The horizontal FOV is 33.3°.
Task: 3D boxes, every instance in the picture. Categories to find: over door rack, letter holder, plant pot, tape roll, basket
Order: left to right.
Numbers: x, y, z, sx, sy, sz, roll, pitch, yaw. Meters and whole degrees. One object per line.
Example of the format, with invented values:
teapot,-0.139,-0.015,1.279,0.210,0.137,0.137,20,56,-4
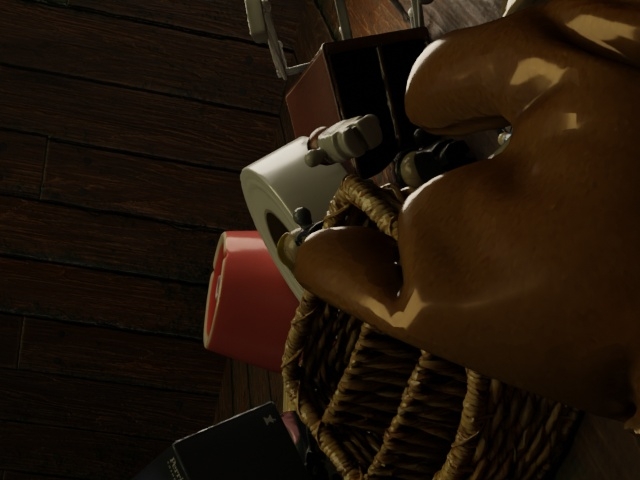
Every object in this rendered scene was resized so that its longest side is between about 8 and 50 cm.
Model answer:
plant pot,-0.056,0.098,1.749,0.275,0.243,0.275,-170,90,-79
tape roll,0.000,0.000,1.513,0.286,0.100,0.286,54,165,22
over door rack,0.031,-0.320,1.482,0.324,0.239,0.108,23,-126,-86
letter holder,0.067,-0.158,1.571,0.302,0.152,0.214,154,104,-77
basket,0.091,0.123,0.983,0.213,0.223,0.299,-91,16,-47

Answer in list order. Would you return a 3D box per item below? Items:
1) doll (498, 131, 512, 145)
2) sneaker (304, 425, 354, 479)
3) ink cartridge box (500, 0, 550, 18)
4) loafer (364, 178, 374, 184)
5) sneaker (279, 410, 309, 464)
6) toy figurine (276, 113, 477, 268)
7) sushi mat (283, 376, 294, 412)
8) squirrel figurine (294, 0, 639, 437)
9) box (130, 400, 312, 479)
doll,0.193,-0.054,1.078,0.189,0.046,0.129,115,161,-57
sneaker,0.029,0.322,1.567,0.110,0.107,0.275,-32,-44,-70
ink cartridge box,0.240,-0.328,0.957,0.193,0.088,0.234,129,148,-73
loafer,-0.003,-0.049,1.874,0.267,0.096,0.084,-12,78,49
sneaker,-0.039,0.421,1.666,0.112,0.131,0.319,132,144,-69
toy figurine,0.067,-0.041,1.294,0.148,0.209,0.213,178,102,-69
sushi mat,-0.059,0.369,2.142,0.151,0.019,0.316,115,161,-53
squirrel figurine,0.215,-0.081,0.565,0.397,0.281,0.370,25,96,65
box,-0.132,0.431,1.539,0.296,0.183,0.294,62,143,13
